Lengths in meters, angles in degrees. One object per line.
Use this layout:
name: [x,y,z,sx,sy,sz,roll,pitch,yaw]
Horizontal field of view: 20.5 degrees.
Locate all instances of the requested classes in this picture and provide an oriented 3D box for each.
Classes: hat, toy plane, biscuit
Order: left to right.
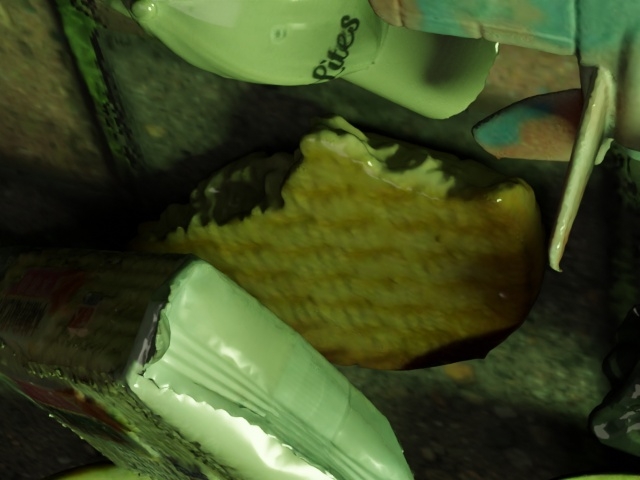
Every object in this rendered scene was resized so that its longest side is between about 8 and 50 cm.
biscuit: [-0.079,0.068,0.875,0.186,0.079,0.309,44,160,-26]
hat: [-0.019,-0.087,0.668,0.166,0.081,0.122,29,152,-20]
biscuit: [0.001,-0.001,0.810,0.228,0.031,0.176,12,144,27]
toy plane: [0.115,-0.107,0.508,0.223,0.104,0.326,17,142,16]

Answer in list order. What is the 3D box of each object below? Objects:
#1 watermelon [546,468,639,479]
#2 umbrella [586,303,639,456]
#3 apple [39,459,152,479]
watermelon: [0.180,0.181,0.885,0.193,0.137,0.145,21,-177,10]
umbrella: [0.251,0.121,0.640,0.336,0.128,0.154,34,161,28]
apple: [-0.056,0.212,1.080,0.265,0.120,0.193,23,161,14]
